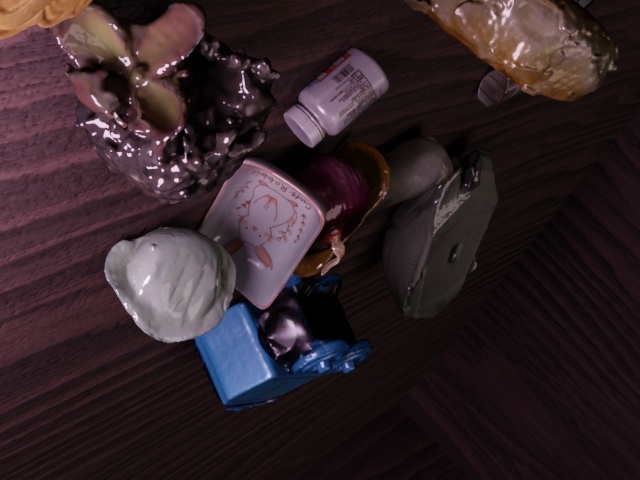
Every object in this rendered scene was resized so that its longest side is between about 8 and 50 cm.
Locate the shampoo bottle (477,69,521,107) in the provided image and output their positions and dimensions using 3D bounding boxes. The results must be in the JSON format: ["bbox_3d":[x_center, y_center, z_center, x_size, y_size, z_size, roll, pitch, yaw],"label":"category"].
[{"bbox_3d":[0.384,-0.317,2.441,0.227,0.056,0.086,-30,161,-41],"label":"shampoo bottle"}]

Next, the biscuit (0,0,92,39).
[{"bbox_3d":[-0.256,-0.233,1.109,0.144,0.040,0.236,-44,163,16],"label":"biscuit"}]

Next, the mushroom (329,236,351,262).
[{"bbox_3d":[0.001,0.001,2.249,0.135,0.080,0.170,-37,162,10],"label":"mushroom"}]

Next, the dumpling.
[{"bbox_3d":[-0.207,0.055,1.776,0.219,0.108,0.152,6,96,-40],"label":"dumpling"}]

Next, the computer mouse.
[{"bbox_3d":[0.230,-0.020,2.660,0.228,0.145,0.429,-23,143,-36],"label":"computer mouse"}]

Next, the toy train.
[{"bbox_3d":[-0.067,0.179,2.288,0.265,0.188,0.300,-29,168,14],"label":"toy train"}]

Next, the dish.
[{"bbox_3d":[-0.083,-0.022,1.875,0.212,0.151,0.077,-57,179,36],"label":"dish"}]

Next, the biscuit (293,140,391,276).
[{"bbox_3d":[0.015,-0.049,2.081,0.247,0.118,0.029,-48,158,15],"label":"biscuit"}]

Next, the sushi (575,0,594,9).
[{"bbox_3d":[0.427,-0.464,2.170,0.343,0.064,0.359,-44,166,12],"label":"sushi"}]

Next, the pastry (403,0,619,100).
[{"bbox_3d":[0.250,-0.298,1.713,0.136,0.330,0.330,-51,163,16],"label":"pastry"}]

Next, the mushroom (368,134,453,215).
[{"bbox_3d":[0.115,-0.101,2.234,0.351,0.097,0.109,-27,172,-45],"label":"mushroom"}]

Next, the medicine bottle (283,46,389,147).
[{"bbox_3d":[0.020,-0.195,1.798,0.140,0.079,0.079,-42,164,-9],"label":"medicine bottle"}]

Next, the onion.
[{"bbox_3d":[-0.006,-0.051,1.976,0.177,0.153,0.177,-45,151,-34],"label":"onion"}]

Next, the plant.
[{"bbox_3d":[-0.150,-0.141,1.328,0.178,0.204,0.234,-44,171,-16],"label":"plant"}]
